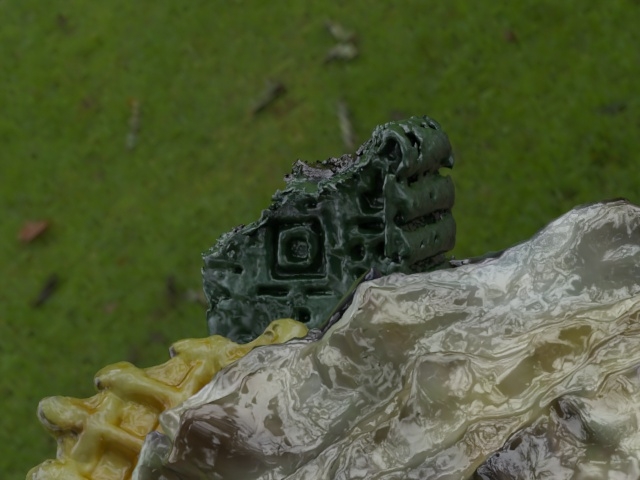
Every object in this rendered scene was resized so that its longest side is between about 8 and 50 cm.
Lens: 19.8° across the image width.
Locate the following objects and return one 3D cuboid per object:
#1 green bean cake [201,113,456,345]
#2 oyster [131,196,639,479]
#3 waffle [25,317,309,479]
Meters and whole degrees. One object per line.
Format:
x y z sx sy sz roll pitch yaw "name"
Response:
0.000 0.000 1.469 0.208 0.193 0.107 1 15 27 "green bean cake"
0.067 0.122 0.498 0.351 0.238 0.115 -22 21 25 "oyster"
-0.053 0.174 1.090 0.250 0.056 0.261 -17 66 -10 "waffle"
